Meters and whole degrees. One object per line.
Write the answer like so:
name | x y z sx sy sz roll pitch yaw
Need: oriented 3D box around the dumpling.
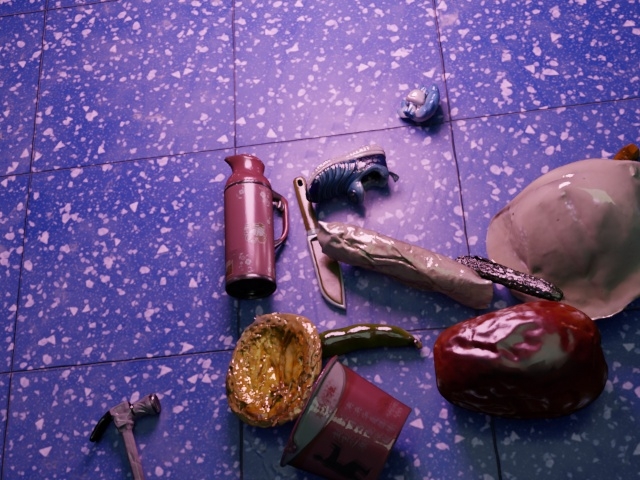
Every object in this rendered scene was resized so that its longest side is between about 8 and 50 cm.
dumpling | 0.511 0.003 1.892 0.395 0.233 0.315 -15 67 28

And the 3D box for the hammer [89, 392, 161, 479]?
hammer | -0.335 0.511 1.871 0.152 0.044 0.426 -23 63 -2

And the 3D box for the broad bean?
broad bean | 0.079 0.202 1.955 0.255 0.046 0.065 -6 76 5

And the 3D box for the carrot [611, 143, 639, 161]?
carrot | 0.617 -0.144 2.046 0.171 0.042 0.042 -41 65 -9

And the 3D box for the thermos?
thermos | -0.142 -0.045 2.076 0.136 0.109 0.330 -7 63 6

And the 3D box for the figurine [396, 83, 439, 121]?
figurine | 0.231 -0.320 2.170 0.114 0.079 0.114 -40 27 25

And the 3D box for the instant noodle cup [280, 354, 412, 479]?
instant noodle cup | 0.053 0.358 1.794 0.179 0.234 0.234 26 70 9

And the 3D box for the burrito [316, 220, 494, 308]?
burrito | 0.173 0.052 1.975 0.392 0.117 0.076 19 57 18

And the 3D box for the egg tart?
egg tart | -0.082 0.262 1.903 0.232 0.098 0.252 -25 53 22

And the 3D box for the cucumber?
cucumber | 0.379 0.075 1.914 0.257 0.043 0.044 20 72 43

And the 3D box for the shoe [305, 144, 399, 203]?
shoe | 0.064 -0.131 2.094 0.207 0.091 0.106 -22 60 -9

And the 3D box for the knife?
knife | 0.001 0.000 2.078 0.061 0.027 0.343 -13 63 -2

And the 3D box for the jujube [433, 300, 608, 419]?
jujube | 0.379 0.229 1.816 0.318 0.223 0.223 -7 63 14
